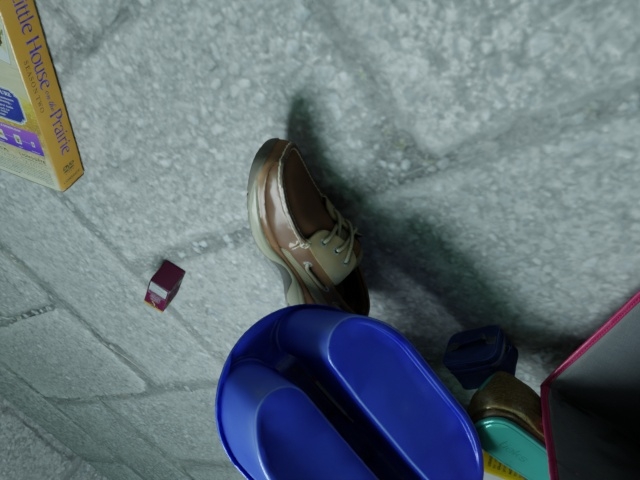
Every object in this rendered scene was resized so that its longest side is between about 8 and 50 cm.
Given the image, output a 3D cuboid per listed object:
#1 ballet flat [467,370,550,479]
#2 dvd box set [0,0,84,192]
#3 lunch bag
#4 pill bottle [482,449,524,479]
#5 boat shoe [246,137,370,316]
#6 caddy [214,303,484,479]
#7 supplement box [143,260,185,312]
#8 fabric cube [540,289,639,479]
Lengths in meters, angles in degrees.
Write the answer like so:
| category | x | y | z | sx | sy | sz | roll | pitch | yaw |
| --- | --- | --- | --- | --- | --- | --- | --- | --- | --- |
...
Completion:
| category | x | y | z | sx | sy | sz | roll | pitch | yaw |
| --- | --- | --- | --- | --- | --- | --- | --- | --- | --- |
| ballet flat | 0.325 | 0.297 | 0.752 | 0.342 | 0.124 | 0.116 | 43 | 129 | -7 |
| dvd box set | -0.518 | -0.283 | 0.799 | 0.308 | 0.062 | 0.420 | 20 | 139 | 13 |
| lunch bag | 0.225 | 0.162 | 0.802 | 0.098 | 0.067 | 0.065 | -25 | 116 | 41 |
| pill bottle | 0.309 | 0.403 | 0.906 | 0.334 | 0.187 | 0.187 | 15 | 137 | 18 |
| boat shoe | 0.000 | 0.000 | 0.746 | 0.117 | 0.123 | 0.324 | 5 | 143 | 22 |
| caddy | 0.029 | 0.236 | 0.704 | 0.341 | 0.241 | 0.179 | 52 | 159 | -9 |
| supplement box | -0.284 | 0.085 | 1.035 | 0.043 | 0.055 | 0.083 | 32 | 139 | -2 |
| fabric cube | 0.411 | 0.215 | 0.561 | 0.258 | 0.259 | 0.254 | 32 | 121 | -1 |
